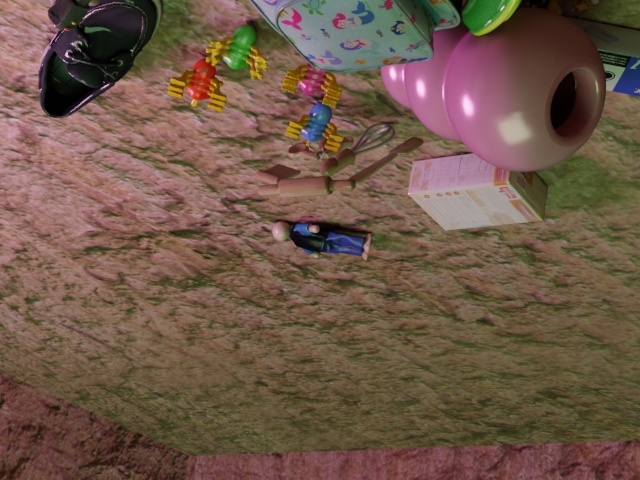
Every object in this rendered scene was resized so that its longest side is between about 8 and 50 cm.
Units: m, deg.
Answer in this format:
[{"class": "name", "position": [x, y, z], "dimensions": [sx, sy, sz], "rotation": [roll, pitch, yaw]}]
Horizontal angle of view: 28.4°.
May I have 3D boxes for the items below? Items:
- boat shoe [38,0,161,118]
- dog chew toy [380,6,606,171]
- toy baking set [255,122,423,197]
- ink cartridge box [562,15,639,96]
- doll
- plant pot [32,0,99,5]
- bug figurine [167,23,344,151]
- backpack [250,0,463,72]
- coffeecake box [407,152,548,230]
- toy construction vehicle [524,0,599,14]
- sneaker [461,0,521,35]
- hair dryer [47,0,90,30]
[{"class": "boat shoe", "position": [-0.343, -0.273, 1.887], "dimensions": [0.127, 0.113, 0.340], "rotation": [26, 152, -29]}, {"class": "dog chew toy", "position": [0.207, -0.212, 1.654], "dimensions": [0.332, 0.206, 0.206], "rotation": [24, 172, 47]}, {"class": "toy baking set", "position": [0.022, -0.129, 1.980], "dimensions": [0.256, 0.197, 0.030], "rotation": [0, 126, 29]}, {"class": "ink cartridge box", "position": [0.399, -0.245, 1.712], "dimensions": [0.207, 0.046, 0.097], "rotation": [11, 157, 1]}, {"class": "doll", "position": [0.000, 0.000, 2.430], "dimensions": [0.189, 0.046, 0.129], "rotation": [10, 155, 0]}, {"class": "plant pot", "position": [-0.347, -0.367, 1.701], "dimensions": [0.109, 0.109, 0.096], "rotation": [3, 168, 18]}, {"class": "bug figurine", "position": [-0.079, -0.235, 1.911], "dimensions": [0.279, 0.072, 0.216], "rotation": [20, 150, -10]}, {"class": "backpack", "position": [0.032, -0.320, 1.549], "dimensions": [0.254, 0.191, 0.225], "rotation": [2, 156, 31]}, {"class": "coffeecake box", "position": [0.262, -0.083, 2.104], "dimensions": [0.185, 0.068, 0.142], "rotation": [-6, 151, 33]}, {"class": "toy construction vehicle", "position": [0.301, -0.309, 1.623], "dimensions": [0.098, 0.035, 0.086], "rotation": [-3, 153, 28]}, {"class": "sneaker", "position": [0.202, -0.367, 1.444], "dimensions": [0.124, 0.109, 0.295], "rotation": [18, 139, 6]}, {"class": "hair dryer", "position": [-0.301, -0.407, 1.534], "dimensions": [0.293, 0.080, 0.223], "rotation": [-32, 95, 34]}]
